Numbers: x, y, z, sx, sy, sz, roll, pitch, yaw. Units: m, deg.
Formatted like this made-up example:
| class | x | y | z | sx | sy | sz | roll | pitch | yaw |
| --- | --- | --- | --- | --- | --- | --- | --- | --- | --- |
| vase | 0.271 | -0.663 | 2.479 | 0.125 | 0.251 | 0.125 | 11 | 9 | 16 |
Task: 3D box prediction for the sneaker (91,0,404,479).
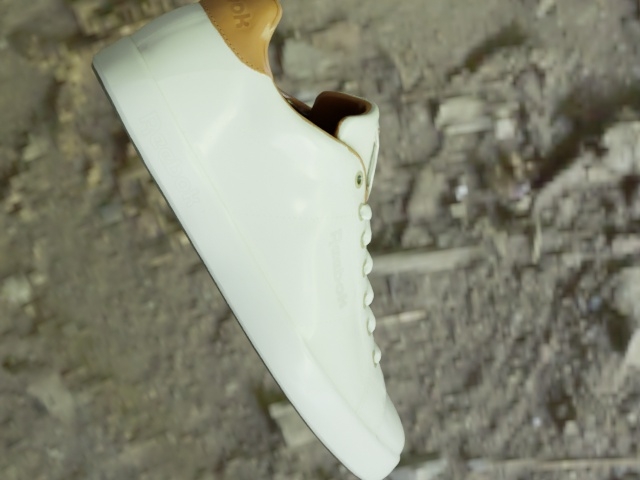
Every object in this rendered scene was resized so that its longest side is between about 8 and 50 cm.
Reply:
| class | x | y | z | sx | sy | sz | roll | pitch | yaw |
| --- | --- | --- | --- | --- | --- | --- | --- | --- | --- |
| sneaker | 0.000 | 0.000 | 0.951 | 0.123 | 0.290 | 0.106 | -30 | 26 | -4 |
